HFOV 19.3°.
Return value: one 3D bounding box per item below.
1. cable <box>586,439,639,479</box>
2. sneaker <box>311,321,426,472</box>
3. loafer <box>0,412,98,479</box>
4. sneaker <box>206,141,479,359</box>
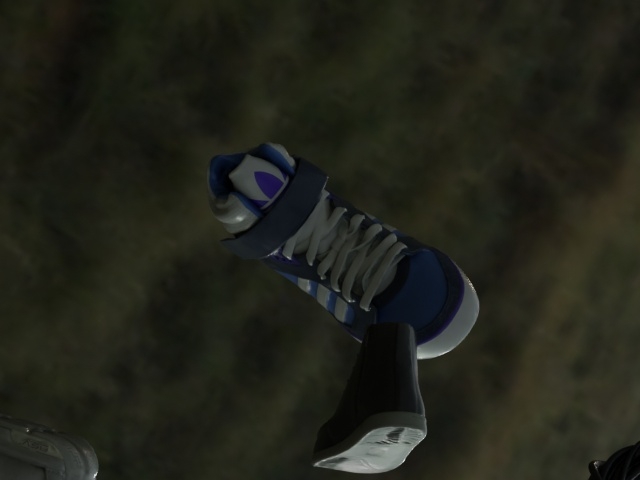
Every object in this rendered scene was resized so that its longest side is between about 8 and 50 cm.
[{"bbox_3d":[0.271,0.194,1.435,0.184,0.150,0.047,-66,135,-64],"label":"cable"},{"bbox_3d":[0.054,0.166,1.942,0.222,0.083,0.118,137,-41,-60],"label":"sneaker"},{"bbox_3d":[-0.321,0.163,1.403,0.112,0.319,0.111,26,79,-70],"label":"loafer"},{"bbox_3d":[0.000,-0.001,2.032,0.236,0.323,0.130,38,86,-40],"label":"sneaker"}]
